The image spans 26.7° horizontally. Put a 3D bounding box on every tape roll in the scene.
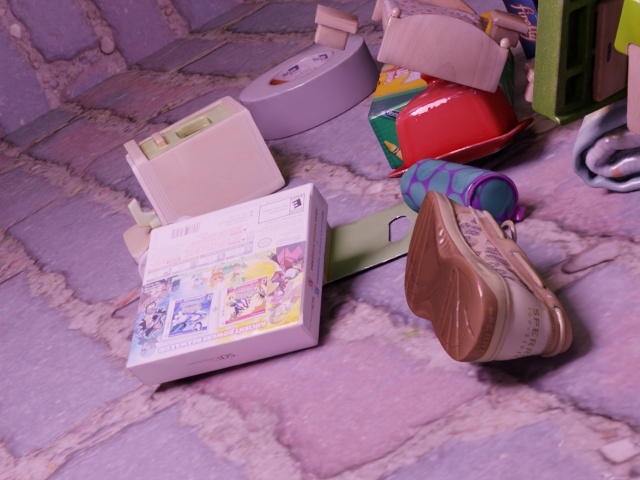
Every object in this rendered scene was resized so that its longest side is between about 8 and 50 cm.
[{"bbox_3d":[-0.016,-0.243,2.136,0.219,0.072,0.219,-23,19,8],"label":"tape roll"}]

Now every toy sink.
[{"bbox_3d":[-0.191,-0.092,1.878,0.234,0.131,0.153,-29,18,-5],"label":"toy sink"}]

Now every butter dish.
[{"bbox_3d":[0.150,-0.148,1.561,0.160,0.118,0.160,-18,5,22],"label":"butter dish"}]

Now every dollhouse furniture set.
[{"bbox_3d":[0.180,-0.304,1.580,0.356,0.173,0.303,14,22,-7],"label":"dollhouse furniture set"},{"bbox_3d":[0.370,-0.199,1.226,0.301,0.151,0.197,-25,38,-27],"label":"dollhouse furniture set"}]

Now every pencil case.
[{"bbox_3d":[0.147,-0.049,1.423,0.064,0.070,0.152,-63,26,-2],"label":"pencil case"}]

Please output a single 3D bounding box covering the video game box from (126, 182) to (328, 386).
[{"bbox_3d":[-0.094,0.046,1.404,0.205,0.048,0.187,-15,45,23],"label":"video game box"}]

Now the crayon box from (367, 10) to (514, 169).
[{"bbox_3d":[0.164,-0.203,1.776,0.165,0.081,0.278,-21,19,17],"label":"crayon box"}]

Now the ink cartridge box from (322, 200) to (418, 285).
[{"bbox_3d":[0.000,0.000,1.510,0.235,0.056,0.171,-25,18,11],"label":"ink cartridge box"}]

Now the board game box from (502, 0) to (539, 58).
[{"bbox_3d":[0.267,-0.394,1.890,0.042,0.243,0.165,-19,21,20],"label":"board game box"}]

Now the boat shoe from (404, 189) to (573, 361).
[{"bbox_3d":[0.138,0.036,1.193,0.089,0.104,0.285,9,21,-11],"label":"boat shoe"}]

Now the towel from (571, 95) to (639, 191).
[{"bbox_3d":[0.450,-0.196,1.313,0.374,0.090,0.320,-14,28,39],"label":"towel"}]

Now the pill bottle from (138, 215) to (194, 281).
[{"bbox_3d":[-0.181,0.014,1.691,0.065,0.065,0.116,-20,20,20],"label":"pill bottle"}]
